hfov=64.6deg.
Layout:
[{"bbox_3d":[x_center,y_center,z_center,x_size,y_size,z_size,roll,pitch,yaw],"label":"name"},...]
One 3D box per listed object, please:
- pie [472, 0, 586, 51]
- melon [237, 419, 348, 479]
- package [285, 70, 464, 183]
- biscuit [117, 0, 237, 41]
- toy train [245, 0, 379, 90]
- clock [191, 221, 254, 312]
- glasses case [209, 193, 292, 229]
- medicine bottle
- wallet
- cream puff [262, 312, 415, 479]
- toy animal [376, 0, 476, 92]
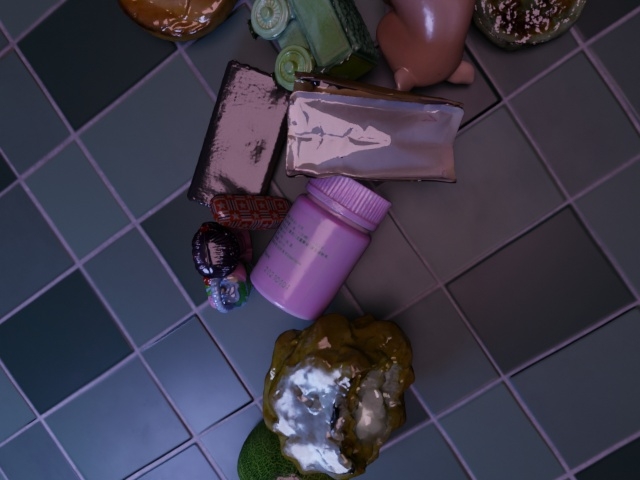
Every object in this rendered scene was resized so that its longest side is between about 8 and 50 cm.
[{"bbox_3d":[0.404,-0.489,0.979,0.241,0.054,0.240,0,106,1],"label":"pie"},{"bbox_3d":[-0.061,0.463,1.092,0.265,0.169,0.129,3,96,6],"label":"melon"},{"bbox_3d":[0.093,-0.220,0.940,0.312,0.221,0.164,4,118,-4],"label":"package"},{"bbox_3d":[-0.299,-0.569,1.059,0.297,0.102,0.296,1,98,10],"label":"biscuit"},{"bbox_3d":[-0.013,-0.405,0.988,0.188,0.159,0.271,-27,84,29],"label":"toy train"},{"bbox_3d":[-0.200,0.051,1.058,0.100,0.195,0.193,-9,93,6],"label":"clock"},{"bbox_3d":[-0.140,-0.056,1.053,0.049,0.195,0.073,-41,61,41],"label":"glasses case"},{"bbox_3d":[0.000,0.000,1.035,0.178,0.178,0.290,32,98,3],"label":"medicine bottle"},{"bbox_3d":[-0.166,-0.212,1.105,0.171,0.044,0.321,20,97,2],"label":"wallet"},{"bbox_3d":[0.034,0.295,1.034,0.275,0.270,0.323,13,100,29],"label":"cream puff"},{"bbox_3d":[0.188,-0.430,0.959,0.195,0.256,0.212,-19,51,-16],"label":"toy animal"}]
